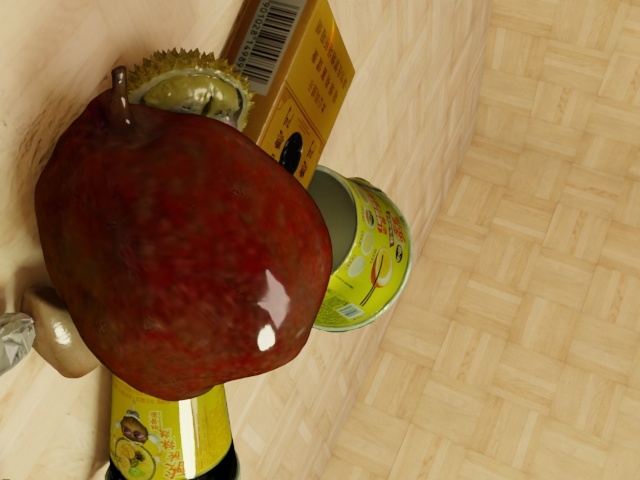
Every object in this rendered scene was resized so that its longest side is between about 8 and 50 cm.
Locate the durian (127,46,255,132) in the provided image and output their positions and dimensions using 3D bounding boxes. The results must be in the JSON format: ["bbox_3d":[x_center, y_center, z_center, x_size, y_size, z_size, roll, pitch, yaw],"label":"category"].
[{"bbox_3d":[-0.148,-0.168,0.824,0.208,0.146,0.102,35,32,-55],"label":"durian"}]

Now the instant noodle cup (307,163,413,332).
[{"bbox_3d":[0.000,0.000,1.244,0.311,0.311,0.221,-68,154,-7],"label":"instant noodle cup"}]

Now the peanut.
[{"bbox_3d":[-0.297,0.106,0.776,0.076,0.076,0.152,-58,155,-33],"label":"peanut"}]

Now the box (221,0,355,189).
[{"bbox_3d":[-0.090,-0.152,1.052,0.264,0.116,0.415,48,63,-72],"label":"box"}]

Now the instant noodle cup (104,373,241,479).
[{"bbox_3d":[-0.221,0.264,1.003,0.215,0.215,0.236,-41,140,-57],"label":"instant noodle cup"}]

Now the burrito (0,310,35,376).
[{"bbox_3d":[-0.361,0.141,0.654,0.203,0.064,0.064,-50,154,-43],"label":"burrito"}]

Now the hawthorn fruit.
[{"bbox_3d":[-0.154,0.012,0.736,0.325,0.308,0.308,31,76,-29],"label":"hawthorn fruit"}]

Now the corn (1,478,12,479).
[{"bbox_3d":[-0.400,0.339,0.694,0.244,0.093,0.093,-31,138,-64],"label":"corn"}]
